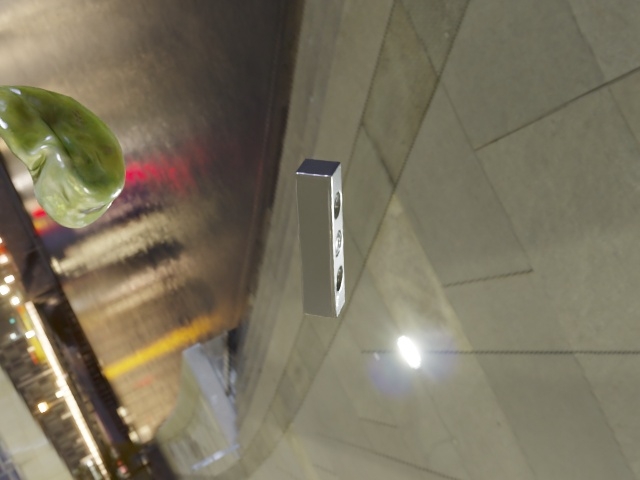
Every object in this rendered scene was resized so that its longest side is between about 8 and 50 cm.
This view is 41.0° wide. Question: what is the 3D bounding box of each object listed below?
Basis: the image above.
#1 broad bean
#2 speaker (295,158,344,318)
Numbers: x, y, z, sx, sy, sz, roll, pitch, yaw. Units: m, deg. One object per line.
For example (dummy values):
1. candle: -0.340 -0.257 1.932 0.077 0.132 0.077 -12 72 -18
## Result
1. broad bean: -0.316 -0.116 1.044 0.072 0.153 0.206 -39 74 31
2. speaker: 0.000 0.000 0.995 0.046 0.040 0.191 8 123 16
